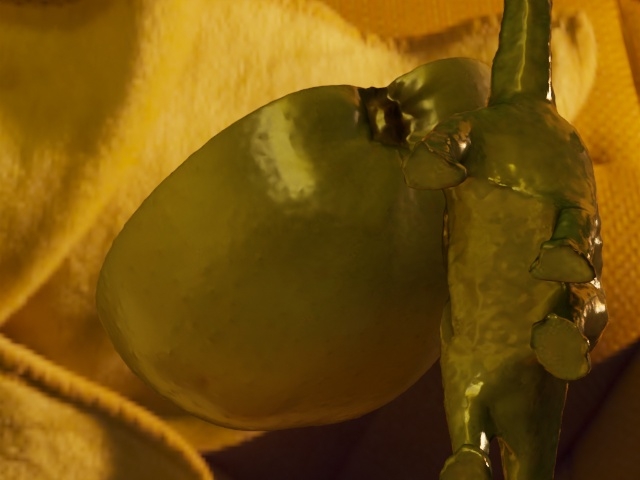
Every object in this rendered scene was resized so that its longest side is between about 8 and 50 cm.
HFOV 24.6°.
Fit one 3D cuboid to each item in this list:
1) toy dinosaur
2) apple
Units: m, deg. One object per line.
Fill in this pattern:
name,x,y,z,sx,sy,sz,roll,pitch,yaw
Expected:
toy dinosaur,0.104,-0.017,0.753,0.087,0.301,0.447,0,110,10
apple,0.000,0.000,1.261,0.312,0.320,0.360,27,139,-6
